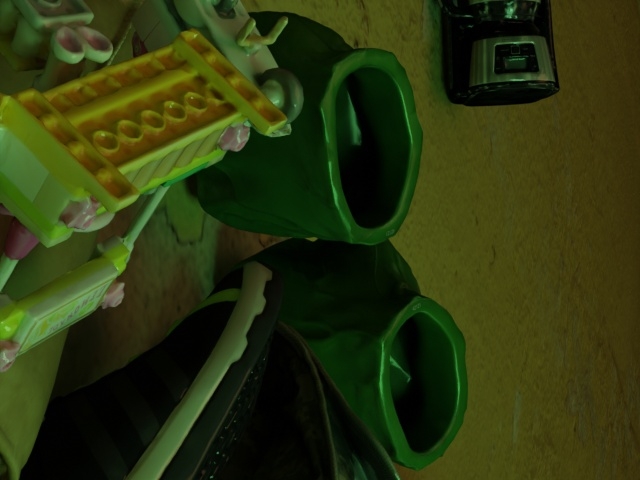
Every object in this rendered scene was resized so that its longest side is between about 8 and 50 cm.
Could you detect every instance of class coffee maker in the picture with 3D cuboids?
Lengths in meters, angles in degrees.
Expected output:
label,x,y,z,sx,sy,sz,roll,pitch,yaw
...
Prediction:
label,x,y,z,sx,sy,sz,roll,pitch,yaw
coffee maker,0.183,-0.225,1.351,0.171,0.120,0.178,-4,92,-70

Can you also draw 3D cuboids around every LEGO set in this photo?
label,x,y,z,sx,sy,sz,roll,pitch,yaw
LEGO set,-0.130,-0.026,0.426,0.287,0.107,0.132,-4,53,-42

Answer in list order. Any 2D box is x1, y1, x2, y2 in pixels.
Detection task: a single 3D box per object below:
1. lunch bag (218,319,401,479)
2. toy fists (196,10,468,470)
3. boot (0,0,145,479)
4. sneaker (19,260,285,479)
label,x,y,z,sx,sy,sz,roll,pitch,yaw
lunch bag,-0.018,0.207,0.698,0.287,0.168,0.235,-78,155,-50
toy fists,0.000,0.000,0.785,0.096,0.142,0.279,-36,124,-36
boot,-0.134,-0.075,0.530,0.236,0.089,0.270,59,38,-41
sneaker,-0.092,0.082,0.593,0.084,0.097,0.235,106,10,-46
